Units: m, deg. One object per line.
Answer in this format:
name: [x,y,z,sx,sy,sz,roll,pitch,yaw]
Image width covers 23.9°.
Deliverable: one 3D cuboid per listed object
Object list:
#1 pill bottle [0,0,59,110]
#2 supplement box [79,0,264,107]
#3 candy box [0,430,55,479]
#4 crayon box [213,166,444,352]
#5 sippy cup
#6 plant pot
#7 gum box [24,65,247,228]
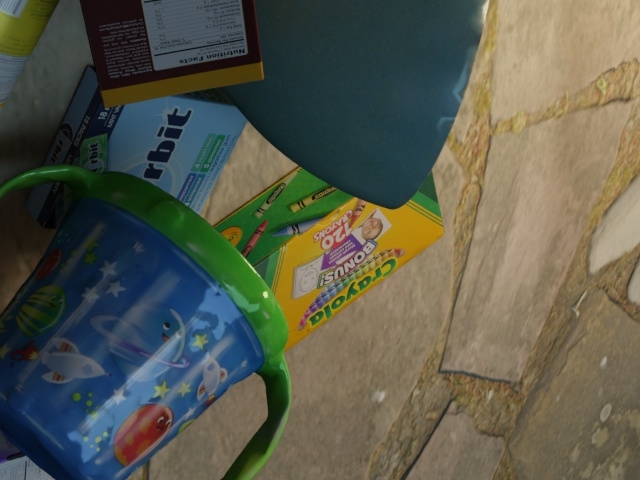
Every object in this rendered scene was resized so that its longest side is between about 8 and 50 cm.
pill bottle: [-0.285,-0.158,1.204,0.103,0.103,0.184,11,117,-50]
supplement box: [-0.130,-0.244,1.171,0.129,0.191,0.194,-11,138,-5]
candy box: [-0.328,0.172,1.433,0.196,0.165,0.070,-20,139,-33]
crayon box: [0.000,0.000,1.674,0.278,0.081,0.165,-36,144,-14]
sippy cup: [-0.185,0.096,1.336,0.224,0.305,0.240,-48,157,-22]
plant pot: [0.010,-0.191,1.368,0.195,0.290,0.290,14,120,-13]
gum box: [-0.172,-0.081,1.451,0.184,0.041,0.157,3,124,-48]
